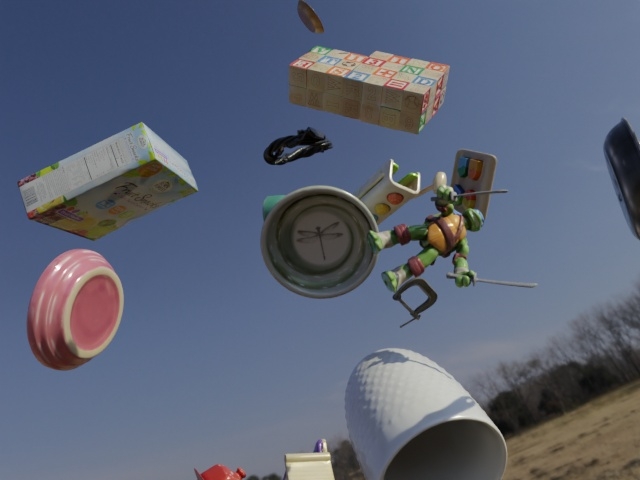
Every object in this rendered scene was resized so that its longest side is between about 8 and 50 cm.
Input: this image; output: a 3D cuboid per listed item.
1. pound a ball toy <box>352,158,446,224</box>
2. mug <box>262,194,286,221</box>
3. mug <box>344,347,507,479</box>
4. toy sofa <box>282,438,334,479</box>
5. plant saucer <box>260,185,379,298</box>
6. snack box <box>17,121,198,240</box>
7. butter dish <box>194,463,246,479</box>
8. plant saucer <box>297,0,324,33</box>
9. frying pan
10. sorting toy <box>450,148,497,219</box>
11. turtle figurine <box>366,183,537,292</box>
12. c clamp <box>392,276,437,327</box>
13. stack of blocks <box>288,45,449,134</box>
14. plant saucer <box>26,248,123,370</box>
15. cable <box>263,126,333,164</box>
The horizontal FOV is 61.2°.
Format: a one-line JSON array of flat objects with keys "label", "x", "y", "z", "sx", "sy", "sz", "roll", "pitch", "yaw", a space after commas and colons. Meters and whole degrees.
[{"label": "pound a ball toy", "x": 0.267, "y": -0.145, "z": 1.906, "sx": 0.208, "sy": 0.136, "sz": 0.319, "roll": 22, "pitch": -33, "yaw": -20}, {"label": "mug", "x": -0.142, "y": -0.113, "z": 2.017, "sx": 0.097, "sy": 0.158, "sz": 0.130, "roll": -2, "pitch": -45, "yaw": 20}, {"label": "mug", "x": 0.204, "y": 0.433, "z": 1.187, "sx": 0.276, "sy": 0.328, "sz": 0.375, "roll": -21, "pitch": -65, "yaw": -8}, {"label": "toy sofa", "x": -0.075, "y": 0.812, "z": 1.750, "sx": 0.150, "sy": 0.177, "sz": 0.363, "roll": 4, "pitch": -53, "yaw": -16}, {"label": "plant saucer", "x": 0.000, "y": 0.000, "z": 1.835, "sx": 0.400, "sy": 0.401, "sz": 0.101, "roll": -29, "pitch": 16, "yaw": 12}, {"label": "snack box", "x": -0.322, "y": -0.084, "z": 0.847, "sx": 0.207, "sy": 0.070, "sz": 0.174, "roll": -26, "pitch": -13, "yaw": 3}, {"label": "butter dish", "x": -0.266, "y": 0.703, "z": 1.550, "sx": 0.118, "sy": 0.160, "sz": 0.160, "roll": -36, "pitch": 18, "yaw": -24}, {"label": "plant saucer", "x": -0.025, "y": -0.475, "z": 1.160, "sx": 0.015, "sy": 0.083, "sz": 0.083, "roll": -42, "pitch": -24, "yaw": -3}, {"label": "frying pan", "x": 0.476, "y": -0.093, "z": 0.831, "sx": 0.053, "sy": 0.198, "sz": 0.326, "roll": -19, "pitch": 5, "yaw": 25}, {"label": "sorting toy", "x": 0.441, "y": -0.169, "z": 1.612, "sx": 0.038, "sy": 0.193, "sz": 0.208, "roll": 4, "pitch": 14, "yaw": -15}, {"label": "turtle figurine", "x": 0.250, "y": -0.001, "z": 1.110, "sx": 0.266, "sy": 0.275, "sz": 0.198, "roll": -23, "pitch": -55, "yaw": -8}, {"label": "c clamp", "x": 0.245, "y": 0.165, "z": 1.444, "sx": 0.137, "sy": 0.022, "sz": 0.161, "roll": -31, "pitch": -49, "yaw": 9}, {"label": "stack of blocks", "x": 0.101, "y": -0.331, "z": 1.147, "sx": 0.171, "sy": 0.296, "sz": 0.087, "roll": -51, "pitch": -28, "yaw": -45}, {"label": "plant saucer", "x": -0.647, "y": 0.191, "z": 1.478, "sx": 0.084, "sy": 0.333, "sz": 0.332, "roll": 6, "pitch": -18, "yaw": 15}, {"label": "cable", "x": -0.051, "y": -0.218, "z": 1.308, "sx": 0.150, "sy": 0.047, "sz": 0.184, "roll": -25, "pitch": -7, "yaw": 23}]
